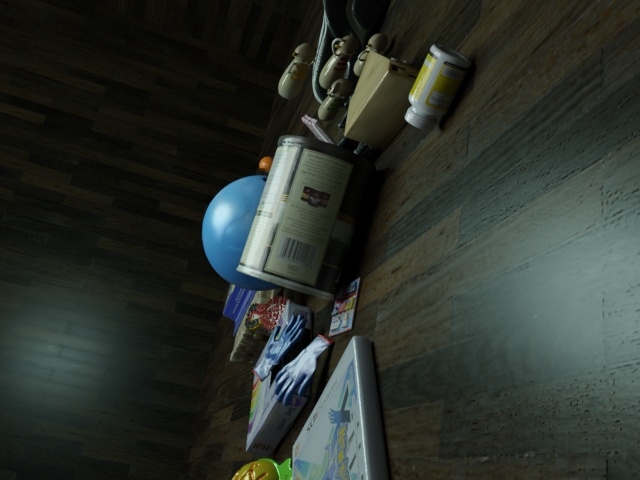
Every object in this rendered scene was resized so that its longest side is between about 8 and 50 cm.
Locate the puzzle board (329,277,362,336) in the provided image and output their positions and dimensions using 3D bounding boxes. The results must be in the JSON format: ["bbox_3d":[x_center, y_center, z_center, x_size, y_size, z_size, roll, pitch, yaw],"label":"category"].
[{"bbox_3d":[0.043,0.127,1.132,0.128,0.011,0.096,138,146,-68],"label":"puzzle board"}]

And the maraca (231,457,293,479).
[{"bbox_3d":[-0.109,0.481,1.158,0.186,0.099,0.127,-27,44,36],"label":"maraca"}]

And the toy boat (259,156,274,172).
[{"bbox_3d":[-0.131,-0.234,2.012,0.151,0.151,0.231,121,161,-49],"label":"toy boat"}]

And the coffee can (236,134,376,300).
[{"bbox_3d":[-0.028,-0.042,1.185,0.201,0.202,0.275,-177,106,-77],"label":"coffee can"}]

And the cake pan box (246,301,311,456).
[{"bbox_3d":[-0.089,0.307,1.346,0.245,0.070,0.266,-91,22,-47],"label":"cake pan box"}]

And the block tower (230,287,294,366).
[{"bbox_3d":[-0.171,0.240,1.730,0.335,0.091,0.097,120,163,-44],"label":"block tower"}]

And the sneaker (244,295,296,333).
[{"bbox_3d":[-0.102,0.192,1.519,0.225,0.093,0.088,-11,63,57],"label":"sneaker"}]

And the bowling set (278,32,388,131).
[{"bbox_3d":[0.074,-0.338,1.320,0.199,0.287,0.154,56,149,10],"label":"bowling set"}]

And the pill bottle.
[{"bbox_3d":[0.171,-0.227,0.902,0.065,0.065,0.116,-94,24,-57],"label":"pill bottle"}]

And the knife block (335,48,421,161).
[{"bbox_3d":[0.103,-0.230,1.153,0.275,0.088,0.242,-106,34,-67],"label":"knife block"}]

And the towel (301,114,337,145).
[{"bbox_3d":[0.021,-0.235,1.412,0.029,0.144,0.197,-43,18,4],"label":"towel"}]

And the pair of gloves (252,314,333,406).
[{"bbox_3d":[-0.059,0.232,1.201,0.159,0.023,0.198,-52,32,-7],"label":"pair of gloves"}]

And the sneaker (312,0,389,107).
[{"bbox_3d":[0.055,-0.582,1.614,0.257,0.169,0.447,-130,55,-73],"label":"sneaker"}]

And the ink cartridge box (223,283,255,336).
[{"bbox_3d":[-0.255,0.114,2.053,0.307,0.072,0.303,-83,17,-52],"label":"ink cartridge box"}]

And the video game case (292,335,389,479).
[{"bbox_3d":[0.017,0.357,0.893,0.329,0.036,0.299,-93,23,-55],"label":"video game case"}]

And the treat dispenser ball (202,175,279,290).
[{"bbox_3d":[-0.149,-0.018,1.507,0.288,0.288,0.288,-164,90,-77],"label":"treat dispenser ball"}]
